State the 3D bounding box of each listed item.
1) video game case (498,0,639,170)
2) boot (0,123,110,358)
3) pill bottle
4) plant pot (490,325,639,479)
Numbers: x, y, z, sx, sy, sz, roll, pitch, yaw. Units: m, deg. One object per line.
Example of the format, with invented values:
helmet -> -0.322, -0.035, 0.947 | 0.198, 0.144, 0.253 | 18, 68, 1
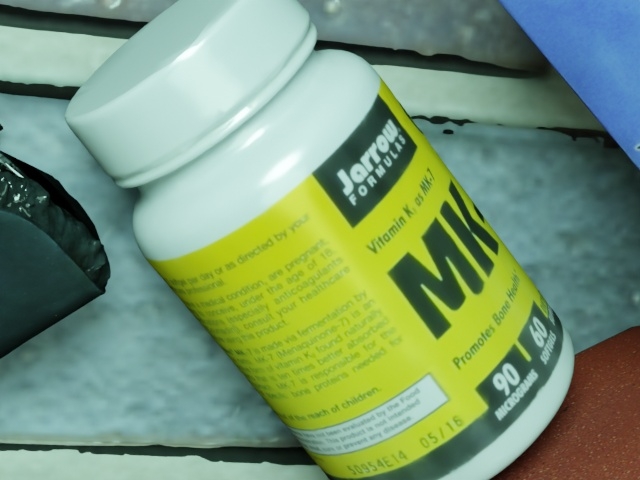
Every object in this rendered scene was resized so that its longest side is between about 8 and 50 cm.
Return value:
video game case -> 0.211, -0.084, 0.668 | 0.269, 0.061, 0.244 | 50, 54, 0
boot -> -0.164, 0.068, 0.675 | 0.207, 0.094, 0.246 | -34, 102, -3
pill bottle -> 0.000, 0.000, 0.696 | 0.119, 0.119, 0.208 | -40, 109, -5
plant pot -> 0.155, 0.185, 0.718 | 0.236, 0.267, 0.267 | -44, 109, -17
